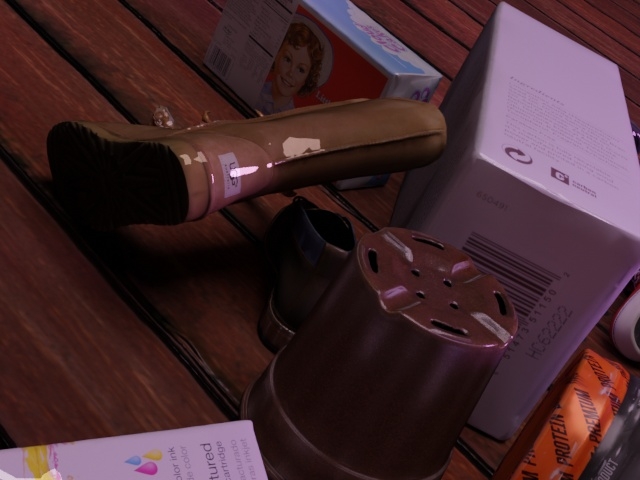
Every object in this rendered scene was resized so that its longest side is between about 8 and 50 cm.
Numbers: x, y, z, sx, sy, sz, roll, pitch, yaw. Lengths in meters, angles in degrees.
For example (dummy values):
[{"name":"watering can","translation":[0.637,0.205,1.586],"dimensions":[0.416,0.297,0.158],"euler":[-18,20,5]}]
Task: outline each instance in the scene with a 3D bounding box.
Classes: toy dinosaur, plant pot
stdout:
[{"name":"toy dinosaur","translation":[-0.077,-0.077,1.002],"dimensions":[0.212,0.064,0.112],"euler":[25,35,27]},{"name":"plant pot","translation":[0.049,0.091,0.725],"dimensions":[0.167,0.165,0.167],"euler":[21,30,-13]}]

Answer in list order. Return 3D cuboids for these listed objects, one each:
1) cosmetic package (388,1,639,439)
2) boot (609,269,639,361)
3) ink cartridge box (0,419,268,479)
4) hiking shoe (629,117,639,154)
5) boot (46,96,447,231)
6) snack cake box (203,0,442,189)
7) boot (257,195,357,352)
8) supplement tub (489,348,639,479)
[{"name":"cosmetic package","translation":[0.179,-0.047,0.986],"dimensions":[0.162,0.230,0.453],"euler":[27,30,-3]},{"name":"boot","translation":[0.373,0.052,1.151],"dimensions":[0.244,0.088,0.176],"euler":[-32,20,-28]},{"name":"ink cartridge box","translation":[-0.120,0.181,0.479],"dimensions":[0.212,0.093,0.154],"euler":[1,60,-36]},{"name":"hiking shoe","translation":[0.375,-0.143,1.466],"dimensions":[0.227,0.086,0.114],"euler":[12,46,-15]},{"name":"boot","translation":[-0.065,-0.073,0.867],"dimensions":[0.270,0.089,0.236],"euler":[-17,22,-40]},{"name":"snack cake box","translation":[-0.005,-0.197,1.146],"dimensions":[0.089,0.152,0.264],"euler":[-9,46,-47]},{"name":"boot","translation":[0.000,0.000,0.886],"dimensions":[0.082,0.106,0.219],"euler":[20,30,-13]},{"name":"supplement tub","translation":[0.268,0.227,0.628],"dimensions":[0.338,0.207,0.207],"euler":[34,30,12]}]
